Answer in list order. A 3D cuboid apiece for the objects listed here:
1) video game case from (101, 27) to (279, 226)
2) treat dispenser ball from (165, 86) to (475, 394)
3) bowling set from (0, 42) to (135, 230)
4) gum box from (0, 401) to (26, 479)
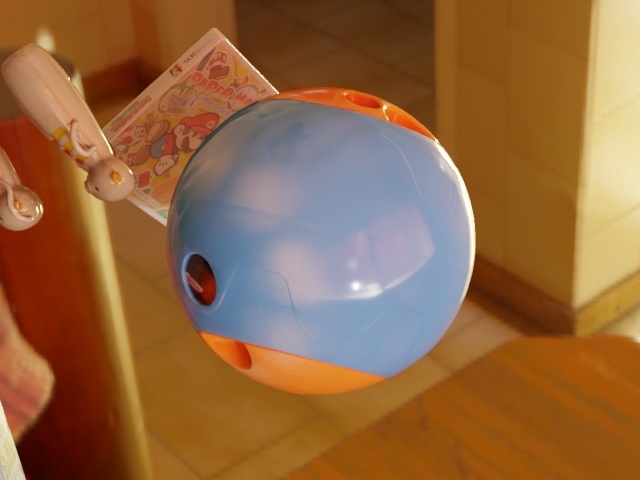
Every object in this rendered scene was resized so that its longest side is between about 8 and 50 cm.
[{"bbox_3d":[-0.139,-0.114,1.491,0.206,0.227,0.026,-42,59,5],"label":"video game case"},{"bbox_3d":[0.000,0.000,1.237,0.288,0.288,0.288,-3,34,2],"label":"treat dispenser ball"},{"bbox_3d":[-0.285,-0.062,1.228,0.200,0.154,0.287,-36,7,-2],"label":"bowling set"},{"bbox_3d":[-0.315,0.126,0.966,0.157,0.184,0.041,-5,32,7],"label":"gum box"}]
